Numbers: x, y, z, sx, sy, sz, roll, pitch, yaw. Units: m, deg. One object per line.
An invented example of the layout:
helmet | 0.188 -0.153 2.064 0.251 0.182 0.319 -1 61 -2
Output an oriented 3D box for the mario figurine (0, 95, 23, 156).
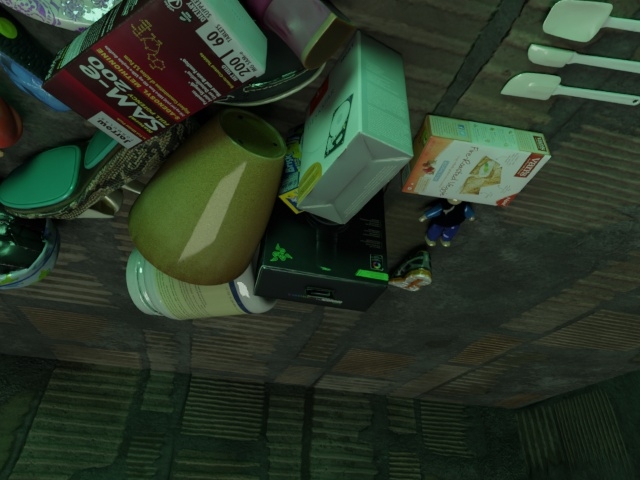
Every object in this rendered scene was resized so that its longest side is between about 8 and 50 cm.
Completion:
mario figurine | -0.695 -0.186 0.741 0.321 0.169 0.198 -17 140 29

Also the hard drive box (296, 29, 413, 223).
hard drive box | 0.047 -0.173 0.646 0.089 0.231 0.181 19 142 -22

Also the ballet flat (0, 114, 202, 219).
ballet flat | -0.424 -0.132 0.823 0.484 0.163 0.182 -20 149 24

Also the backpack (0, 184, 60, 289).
backpack | -0.801 -0.012 0.940 0.357 0.289 0.273 1 155 -10

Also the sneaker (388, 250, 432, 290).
sneaker | 0.255 0.089 1.165 0.084 0.083 0.215 17 162 -12

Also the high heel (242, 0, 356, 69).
high heel | 0.045 -0.394 0.457 0.377 0.181 0.127 -42 171 23

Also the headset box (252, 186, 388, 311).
headset box | 0.000 0.000 0.863 0.247 0.282 0.131 11 146 -11

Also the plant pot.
plant pot | -0.169 -0.088 0.709 0.237 0.237 0.254 22 130 -26

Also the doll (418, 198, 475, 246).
doll | 0.295 -0.052 0.974 0.129 0.046 0.188 2 147 0

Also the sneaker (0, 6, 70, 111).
sneaker | -0.489 -0.288 0.660 0.082 0.069 0.209 -9 145 24

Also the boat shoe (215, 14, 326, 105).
boat shoe | -0.162 -0.263 0.591 0.341 0.113 0.127 2 103 2

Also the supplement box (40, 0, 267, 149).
supplement box | -0.199 -0.216 0.502 0.240 0.073 0.130 -19 144 25

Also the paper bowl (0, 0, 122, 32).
paper bowl | -0.250 -0.369 0.414 0.285 0.147 0.284 -9 160 -3

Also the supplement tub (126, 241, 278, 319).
supplement tub | -0.283 0.076 1.038 0.326 0.235 0.235 -7 145 15

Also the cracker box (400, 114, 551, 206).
cracker box | 0.293 -0.150 0.810 0.233 0.067 0.155 7 146 -7

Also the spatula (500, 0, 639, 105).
spatula | 0.437 -0.282 0.647 0.243 0.019 0.168 6 145 -4

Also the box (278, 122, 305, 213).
box | -0.032 -0.137 0.761 0.054 0.168 0.059 -17 141 28
